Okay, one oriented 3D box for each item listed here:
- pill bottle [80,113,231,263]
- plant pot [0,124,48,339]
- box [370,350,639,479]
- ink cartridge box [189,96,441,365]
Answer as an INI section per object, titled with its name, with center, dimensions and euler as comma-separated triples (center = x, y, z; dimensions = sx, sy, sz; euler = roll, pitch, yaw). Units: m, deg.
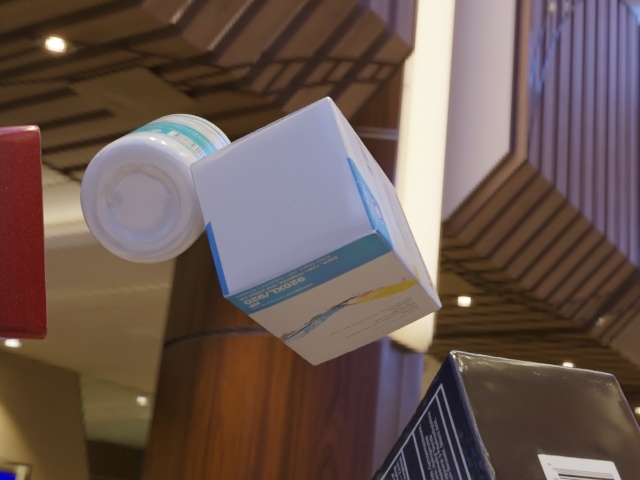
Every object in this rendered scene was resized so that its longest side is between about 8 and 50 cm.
[pill bottle]
center = -0.181, -0.072, 1.280
dimensions = 0.146, 0.146, 0.264
euler = 4, 14, 6
[plant pot]
center = -0.507, -0.001, 1.345
dimensions = 0.236, 0.267, 0.267
euler = 0, -5, -33
[box]
center = 0.158, 0.304, 0.891
dimensions = 0.183, 0.296, 0.294
euler = 11, -51, -21
[ink cartridge box]
center = 0.000, 0.000, 1.134
dimensions = 0.168, 0.171, 0.232
euler = -25, -31, 11
